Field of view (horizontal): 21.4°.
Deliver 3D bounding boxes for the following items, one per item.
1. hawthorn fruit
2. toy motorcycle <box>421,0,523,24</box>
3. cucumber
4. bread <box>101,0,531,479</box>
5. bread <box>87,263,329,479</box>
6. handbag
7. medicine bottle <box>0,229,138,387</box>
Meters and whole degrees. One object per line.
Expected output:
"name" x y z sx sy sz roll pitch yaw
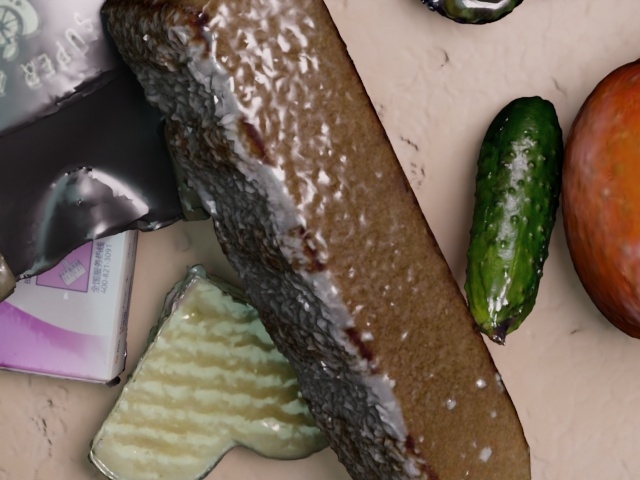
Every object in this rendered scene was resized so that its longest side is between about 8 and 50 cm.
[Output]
"hawthorn fruit" 0.279 -0.039 1.195 0.235 0.231 0.263 -38 53 25
"toy motorcycle" 0.132 -0.264 1.212 0.401 0.134 0.207 -17 96 5
"cucumber" 0.138 -0.017 1.218 0.069 0.227 0.069 9 142 7
"bread" 0.000 0.000 1.157 0.113 0.165 0.416 -32 108 -17
"bread" -0.082 0.101 1.314 0.232 0.064 0.172 -18 97 6
"handbag" -0.209 -0.111 1.225 0.342 0.152 0.288 -24 93 -4
"medicine bottle" -0.228 0.005 1.322 0.171 0.052 0.201 9 97 4
